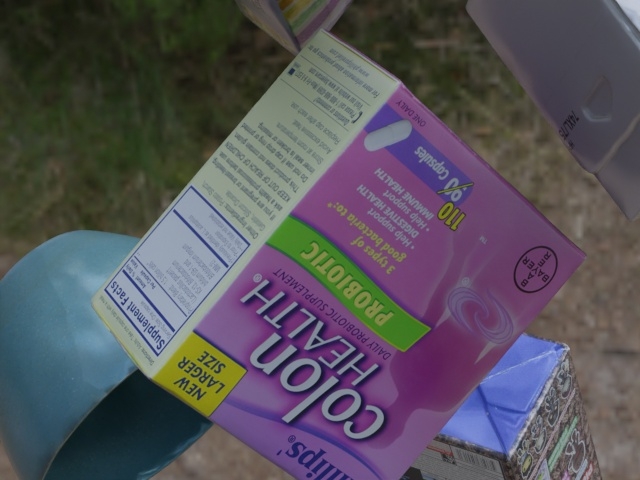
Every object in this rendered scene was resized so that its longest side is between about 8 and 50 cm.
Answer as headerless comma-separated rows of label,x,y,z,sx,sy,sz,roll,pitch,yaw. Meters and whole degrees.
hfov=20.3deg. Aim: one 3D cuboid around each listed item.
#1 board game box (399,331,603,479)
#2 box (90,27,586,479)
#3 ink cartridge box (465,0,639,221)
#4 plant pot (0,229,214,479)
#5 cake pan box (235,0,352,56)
board game box,0.145,0.217,1.811,0.232,0.291,0.141,15,56,29
box,0.014,0.026,1.191,0.243,0.213,0.117,-49,35,2
ink cartridge box,0.270,-0.183,1.173,0.270,0.198,0.197,-34,79,-14
plant pot,-0.217,0.103,1.762,0.290,0.290,0.195,-29,67,-33
cake pan box,0.032,-0.260,1.142,0.070,0.246,0.267,37,86,8
